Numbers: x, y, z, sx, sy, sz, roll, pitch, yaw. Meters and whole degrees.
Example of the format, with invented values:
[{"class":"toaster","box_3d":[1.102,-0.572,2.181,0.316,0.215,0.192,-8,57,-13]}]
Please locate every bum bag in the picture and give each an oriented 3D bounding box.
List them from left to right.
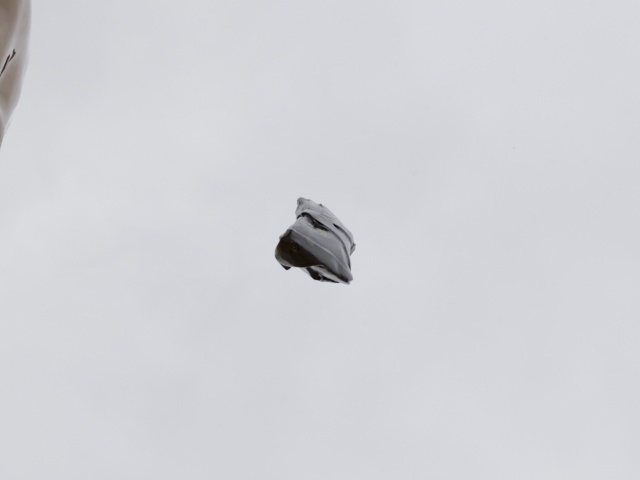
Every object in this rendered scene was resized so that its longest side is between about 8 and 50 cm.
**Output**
[{"class":"bum bag","box_3d":[0.000,0.000,1.177,0.106,0.232,0.060,41,-74,-5]}]

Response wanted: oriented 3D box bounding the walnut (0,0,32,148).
[{"class":"walnut","box_3d":[-0.294,-0.046,0.335,0.354,0.307,0.398,-9,-119,50]}]
